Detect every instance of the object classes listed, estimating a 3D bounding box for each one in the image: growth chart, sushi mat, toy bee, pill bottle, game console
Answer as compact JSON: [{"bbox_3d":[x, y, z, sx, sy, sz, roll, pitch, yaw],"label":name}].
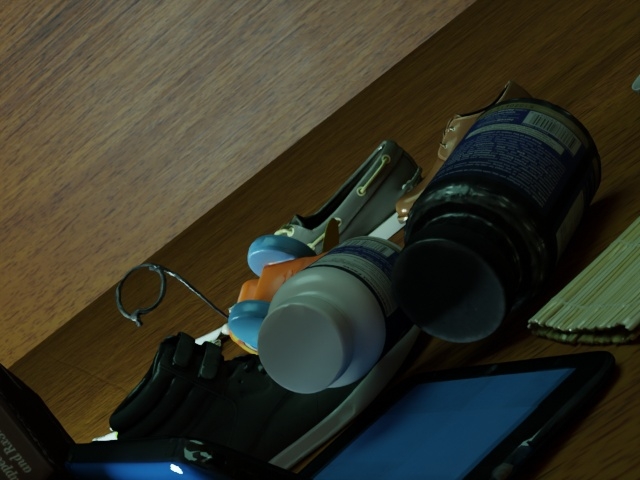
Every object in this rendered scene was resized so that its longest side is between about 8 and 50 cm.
[{"bbox_3d":[-0.208,0.193,1.783,0.172,0.021,0.237,-31,12,49],"label":"growth chart"},{"bbox_3d":[0.282,-0.038,0.955,0.316,0.019,0.151,-42,11,-16],"label":"sushi mat"},{"bbox_3d":[-0.028,0.064,1.339,0.298,0.162,0.195,18,69,42],"label":"toy bee"},{"bbox_3d":[0.141,-0.017,1.086,0.123,0.123,0.219,-32,12,40],"label":"pill bottle"},{"bbox_3d":[0.014,0.059,1.049,0.094,0.094,0.169,-35,-1,25],"label":"pill bottle"},{"bbox_3d":[0.000,0.117,0.897,0.293,0.250,0.173,-21,47,64],"label":"game console"}]

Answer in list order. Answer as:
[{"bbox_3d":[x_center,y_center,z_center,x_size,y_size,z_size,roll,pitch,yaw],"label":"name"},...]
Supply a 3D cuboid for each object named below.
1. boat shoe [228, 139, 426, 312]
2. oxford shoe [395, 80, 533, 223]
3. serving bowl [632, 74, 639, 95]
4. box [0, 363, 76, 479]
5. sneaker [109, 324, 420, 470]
[{"bbox_3d":[0.000,-0.001,1.655,0.305,0.091,0.109,-39,9,6],"label":"boat shoe"},{"bbox_3d":[0.160,-0.102,1.563,0.212,0.076,0.076,-41,11,2],"label":"oxford shoe"},{"bbox_3d":[0.337,-0.159,1.275,0.083,0.027,0.083,-38,10,8],"label":"serving bowl"},{"bbox_3d":[-0.277,0.191,1.097,0.143,0.191,0.381,-40,-16,-8],"label":"box"},{"bbox_3d":[-0.053,0.114,1.160,0.295,0.147,0.104,-39,7,-4],"label":"sneaker"}]
